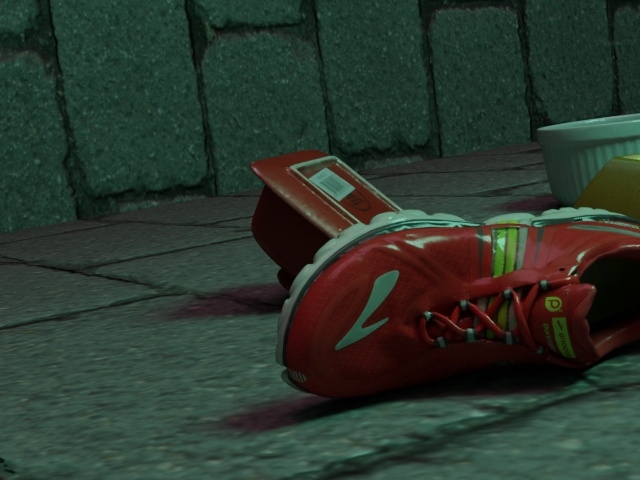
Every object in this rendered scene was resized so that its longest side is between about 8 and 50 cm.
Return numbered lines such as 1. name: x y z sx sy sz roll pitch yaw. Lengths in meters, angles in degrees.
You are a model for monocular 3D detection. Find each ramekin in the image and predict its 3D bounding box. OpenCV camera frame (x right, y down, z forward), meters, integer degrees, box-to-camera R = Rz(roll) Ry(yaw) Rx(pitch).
1. ramekin: 0.397 -0.108 1.515 0.207 0.109 0.207 -7 7 1

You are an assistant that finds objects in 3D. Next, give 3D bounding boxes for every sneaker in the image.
1. sneaker: 0.110 0.035 0.678 0.279 0.107 0.118 -13 17 -20

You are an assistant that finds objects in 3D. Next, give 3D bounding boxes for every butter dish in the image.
1. butter dish: 0.000 0.000 1.074 0.160 0.118 0.160 40 23 13

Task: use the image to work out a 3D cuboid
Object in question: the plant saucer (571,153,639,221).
1. plant saucer: 0.448 -0.058 1.156 0.332 0.081 0.333 -9 7 -4
